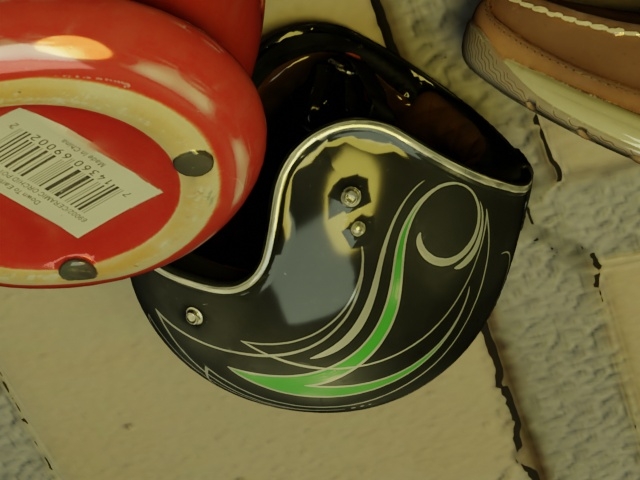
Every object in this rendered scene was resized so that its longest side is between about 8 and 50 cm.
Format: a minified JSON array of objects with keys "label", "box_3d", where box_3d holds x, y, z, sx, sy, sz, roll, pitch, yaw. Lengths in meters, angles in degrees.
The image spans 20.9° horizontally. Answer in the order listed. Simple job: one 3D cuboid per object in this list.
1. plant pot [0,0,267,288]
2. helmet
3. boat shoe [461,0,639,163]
[{"label":"plant pot","box_3d":[-0.114,-0.086,0.692,0.191,0.174,0.191,-3,146,-2]},{"label":"helmet","box_3d":[0.000,0.000,0.797,0.169,0.169,0.161,27,110,-20]},{"label":"boat shoe","box_3d":[0.226,-0.070,0.776,0.324,0.123,0.116,16,97,-1]}]
